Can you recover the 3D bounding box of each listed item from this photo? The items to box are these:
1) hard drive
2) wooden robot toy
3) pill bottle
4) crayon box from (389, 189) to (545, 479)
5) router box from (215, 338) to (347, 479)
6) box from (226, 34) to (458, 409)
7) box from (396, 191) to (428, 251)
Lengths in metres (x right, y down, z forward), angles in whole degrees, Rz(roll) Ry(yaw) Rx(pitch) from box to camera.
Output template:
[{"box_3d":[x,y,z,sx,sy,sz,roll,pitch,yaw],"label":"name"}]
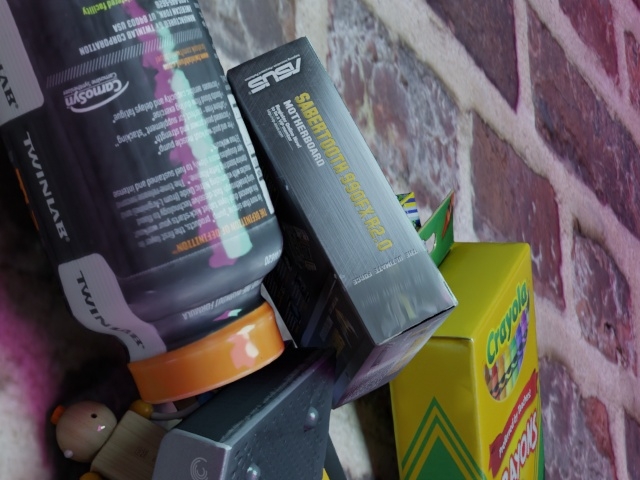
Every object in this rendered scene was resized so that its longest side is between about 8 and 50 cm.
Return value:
[{"box_3d":[-0.054,0.198,0.789,0.172,0.054,0.254,-35,137,-62],"label":"hard drive"},{"box_3d":[-0.127,0.130,0.769,0.079,0.076,0.173,32,50,0],"label":"wooden robot toy"},{"box_3d":[-0.101,-0.036,0.745,0.130,0.130,0.245,-29,100,-62],"label":"pill bottle"},{"box_3d":[0.132,0.137,1.176,0.202,0.081,0.318,-47,134,-57],"label":"crayon box"},{"box_3d":[-0.032,0.180,0.940,0.133,0.046,0.179,-53,128,-55],"label":"router box"},{"box_3d":[0.000,0.000,0.850,0.183,0.056,0.231,60,-13,12],"label":"box"},{"box_3d":[0.034,0.014,1.114,0.169,0.054,0.059,-42,120,-60],"label":"box"}]
